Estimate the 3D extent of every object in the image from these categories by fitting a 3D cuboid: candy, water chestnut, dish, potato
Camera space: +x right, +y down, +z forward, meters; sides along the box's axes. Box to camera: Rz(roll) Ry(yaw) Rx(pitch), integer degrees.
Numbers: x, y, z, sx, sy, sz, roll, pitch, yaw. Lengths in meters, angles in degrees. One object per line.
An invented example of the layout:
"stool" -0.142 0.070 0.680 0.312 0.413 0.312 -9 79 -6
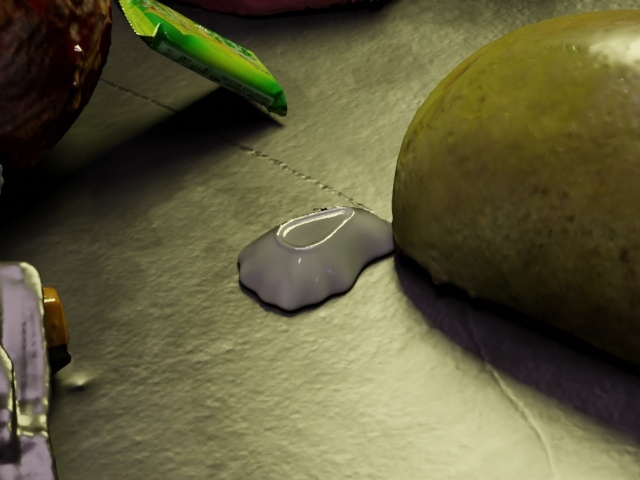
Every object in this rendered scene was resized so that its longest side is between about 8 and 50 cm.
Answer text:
"candy" -0.109 -0.169 1.607 0.178 0.032 0.102 26 14 -39
"water chestnut" -0.343 -0.187 1.565 0.350 0.302 0.350 2 72 -7
"dish" 0.000 0.000 1.468 0.137 0.039 0.091 -25 43 -23
"potato" 0.197 -0.091 1.428 0.280 0.212 0.330 10 40 17

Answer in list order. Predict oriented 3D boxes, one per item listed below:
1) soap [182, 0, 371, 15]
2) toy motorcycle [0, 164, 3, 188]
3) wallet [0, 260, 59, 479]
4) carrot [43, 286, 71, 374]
"soap" -0.026 -0.310 1.798 0.289 0.112 0.182 -5 39 -1
"toy motorcycle" -0.337 -0.009 1.406 0.082 0.122 0.213 25 68 38
"wallet" -0.297 0.153 1.253 0.247 0.041 0.323 -7 58 -1
"carrot" -0.273 0.081 1.362 0.173 0.082 0.082 -12 39 -14
